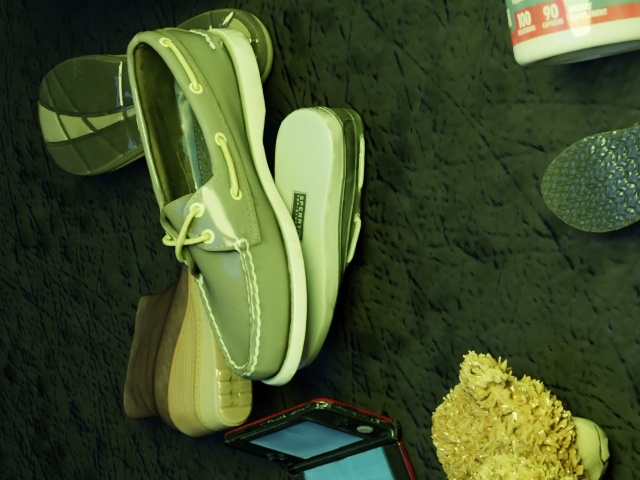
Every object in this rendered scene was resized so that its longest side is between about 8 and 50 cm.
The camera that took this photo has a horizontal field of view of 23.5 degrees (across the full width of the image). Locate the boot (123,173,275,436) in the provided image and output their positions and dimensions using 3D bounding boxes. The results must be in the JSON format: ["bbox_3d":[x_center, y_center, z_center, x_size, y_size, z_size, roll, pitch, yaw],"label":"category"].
[{"bbox_3d":[-0.120,0.049,1.382,0.207,0.090,0.248,-2,82,59],"label":"boot"}]

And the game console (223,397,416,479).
[{"bbox_3d":[0.002,0.198,1.282,0.144,0.124,0.085,-27,51,46],"label":"game console"}]

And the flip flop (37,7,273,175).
[{"bbox_3d":[-0.147,-0.133,1.389,0.277,0.080,0.112,-20,82,31],"label":"flip flop"}]

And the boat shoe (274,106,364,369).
[{"bbox_3d":[0.000,0.000,1.254,0.077,0.070,0.219,19,107,36],"label":"boat shoe"}]

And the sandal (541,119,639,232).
[{"bbox_3d":[0.230,-0.057,1.027,0.179,0.040,0.067,-28,82,31],"label":"sandal"}]

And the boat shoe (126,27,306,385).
[{"bbox_3d":[-0.087,-0.029,1.222,0.109,0.091,0.305,-34,63,49],"label":"boat shoe"}]

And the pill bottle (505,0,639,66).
[{"bbox_3d":[0.166,-0.211,1.009,0.108,0.108,0.180,-10,90,47],"label":"pill bottle"}]

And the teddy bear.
[{"bbox_3d":[0.164,0.223,1.022,0.113,0.338,0.245,-27,112,13],"label":"teddy bear"}]
